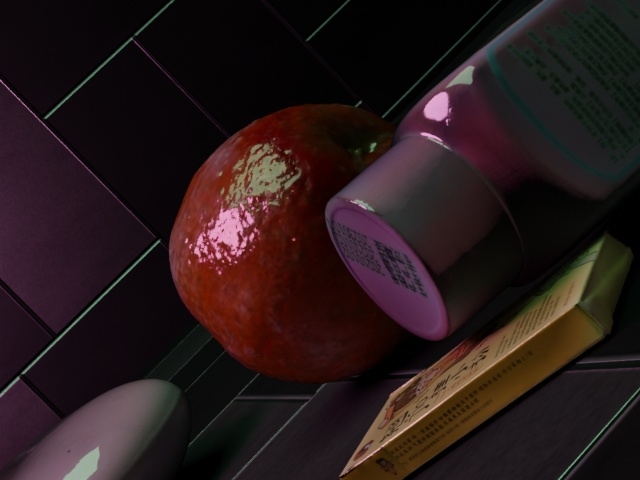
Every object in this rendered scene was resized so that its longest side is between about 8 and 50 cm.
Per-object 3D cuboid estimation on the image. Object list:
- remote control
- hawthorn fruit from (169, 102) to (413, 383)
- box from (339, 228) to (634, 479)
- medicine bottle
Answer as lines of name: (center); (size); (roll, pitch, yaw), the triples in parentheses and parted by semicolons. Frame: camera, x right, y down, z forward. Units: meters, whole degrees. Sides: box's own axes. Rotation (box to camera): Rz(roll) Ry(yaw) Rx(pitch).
remote control: (-0.201, 0.207, 1.115); (0.221, 0.103, 0.332); (-53, 8, -27)
hawthorn fruit: (0.000, 0.000, 0.854); (0.173, 0.173, 0.173); (-44, 4, 4)
box: (0.069, 0.056, 0.612); (0.149, 0.020, 0.073); (-42, 5, 31)
medicine bottle: (0.096, -0.042, 0.654); (0.188, 0.094, 0.119); (-39, -6, -19)
